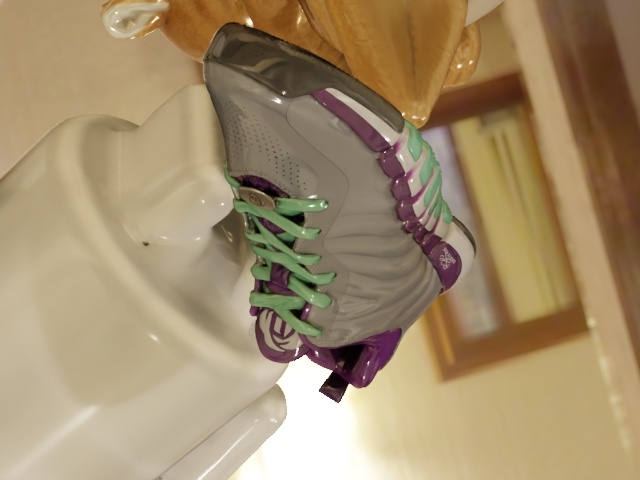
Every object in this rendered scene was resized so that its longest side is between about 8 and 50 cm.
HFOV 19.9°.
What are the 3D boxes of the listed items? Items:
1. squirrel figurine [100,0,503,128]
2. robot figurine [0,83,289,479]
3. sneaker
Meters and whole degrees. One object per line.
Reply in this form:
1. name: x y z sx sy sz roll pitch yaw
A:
1. squirrel figurine: -0.027 -0.257 1.331 0.281 0.397 0.370 -44 -162 -26
2. robot figurine: -0.157 0.064 1.098 0.353 0.300 0.200 -39 -154 19
3. sneaker: 0.000 0.000 0.743 0.083 0.098 0.224 26 168 30
